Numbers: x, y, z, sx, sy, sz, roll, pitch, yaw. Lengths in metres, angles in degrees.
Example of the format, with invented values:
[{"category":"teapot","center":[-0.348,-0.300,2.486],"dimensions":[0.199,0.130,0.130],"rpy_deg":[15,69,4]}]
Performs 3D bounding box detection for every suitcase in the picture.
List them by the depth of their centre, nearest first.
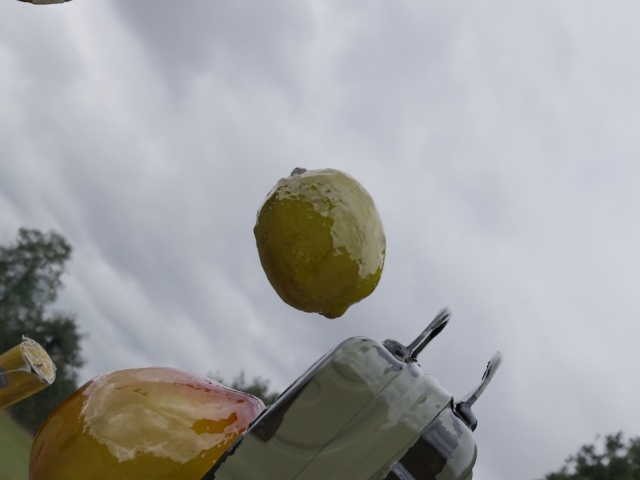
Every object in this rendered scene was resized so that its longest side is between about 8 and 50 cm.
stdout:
[{"category":"suitcase","center":[0.044,0.215,0.908],"dimensions":[0.194,0.339,0.351],"rpy_deg":[46,-2,11]}]

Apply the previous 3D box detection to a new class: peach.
[{"category":"peach","center":[-0.210,0.306,1.210],"dimensions":[0.289,0.308,0.289],"rpy_deg":[52,-24,36]}]

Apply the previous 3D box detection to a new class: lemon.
[{"category":"lemon","center":[0.001,0.002,1.792],"dimensions":[0.260,0.284,0.260],"rpy_deg":[7,-15,2]}]

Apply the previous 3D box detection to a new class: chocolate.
[{"category":"chocolate","center":[-0.507,0.233,1.400],"dimensions":[0.085,0.219,0.085],"rpy_deg":[57,8,-12]}]

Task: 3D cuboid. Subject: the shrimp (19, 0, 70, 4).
[{"category":"shrimp","center":[-0.438,-0.374,1.383],"dimensions":[0.099,0.180,0.041],"rpy_deg":[64,-28,30]}]
